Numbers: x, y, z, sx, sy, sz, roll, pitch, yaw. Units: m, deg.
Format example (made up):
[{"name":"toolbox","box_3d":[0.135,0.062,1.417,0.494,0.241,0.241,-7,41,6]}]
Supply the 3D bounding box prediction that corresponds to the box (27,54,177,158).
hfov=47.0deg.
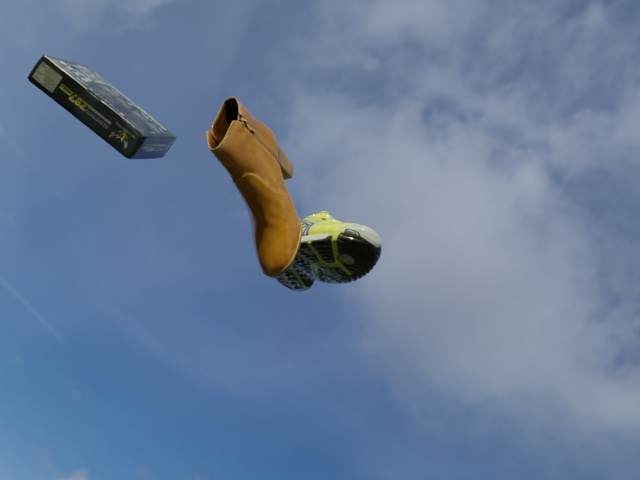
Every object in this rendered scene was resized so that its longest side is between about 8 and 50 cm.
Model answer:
[{"name":"box","box_3d":[-0.394,-0.241,1.355,0.233,0.183,0.059,39,-79,0]}]

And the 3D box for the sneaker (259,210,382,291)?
[{"name":"sneaker","box_3d":[0.000,0.000,1.472,0.145,0.147,0.385,37,-22,-21]}]

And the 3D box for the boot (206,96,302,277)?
[{"name":"boot","box_3d":[-0.128,-0.098,1.319,0.104,0.295,0.211,-19,-38,25]}]
